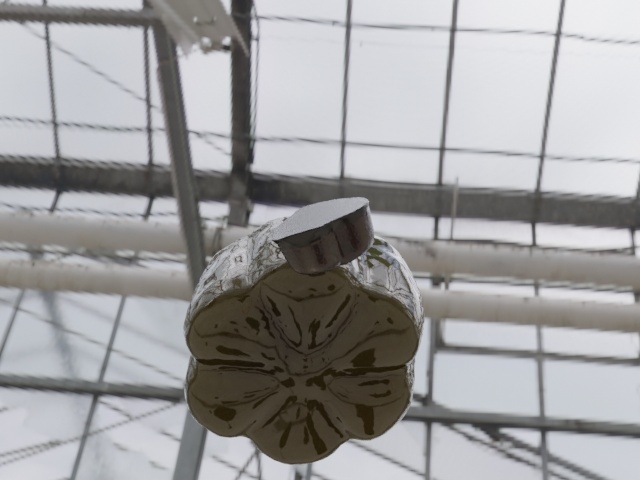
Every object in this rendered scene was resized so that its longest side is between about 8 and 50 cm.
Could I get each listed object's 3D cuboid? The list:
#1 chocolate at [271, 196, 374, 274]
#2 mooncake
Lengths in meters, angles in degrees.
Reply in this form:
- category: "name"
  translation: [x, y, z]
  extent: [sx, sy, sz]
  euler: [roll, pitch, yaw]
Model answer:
- category: "chocolate"
  translation: [0.000, 0.000, 1.470]
  extent: [0.148, 0.125, 0.080]
  euler: [-26, -72, -20]
- category: "mooncake"
  translation: [-0.029, 0.191, 1.940]
  extent: [0.467, 0.262, 0.467]
  euler: [0, -65, -1]
